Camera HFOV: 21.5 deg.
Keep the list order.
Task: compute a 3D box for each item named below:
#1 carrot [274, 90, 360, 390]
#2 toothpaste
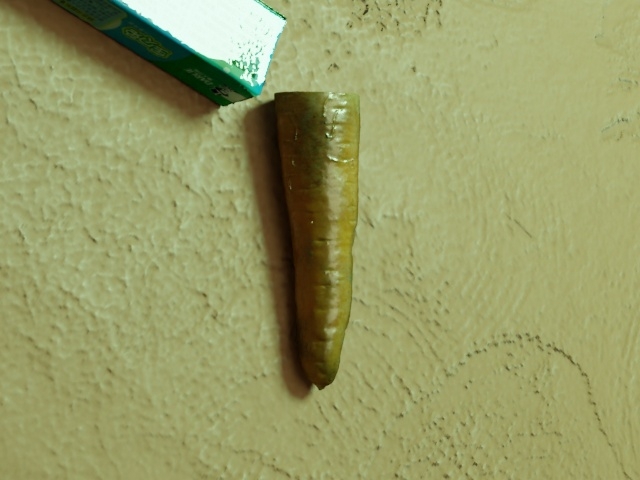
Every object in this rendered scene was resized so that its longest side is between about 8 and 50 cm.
[{"bbox_3d":[0.000,0.000,1.179,0.061,0.061,0.210,0,87,-37],"label":"carrot"},{"bbox_3d":[-0.144,-0.180,1.097,0.266,0.050,0.065,31,64,-30],"label":"toothpaste"}]
